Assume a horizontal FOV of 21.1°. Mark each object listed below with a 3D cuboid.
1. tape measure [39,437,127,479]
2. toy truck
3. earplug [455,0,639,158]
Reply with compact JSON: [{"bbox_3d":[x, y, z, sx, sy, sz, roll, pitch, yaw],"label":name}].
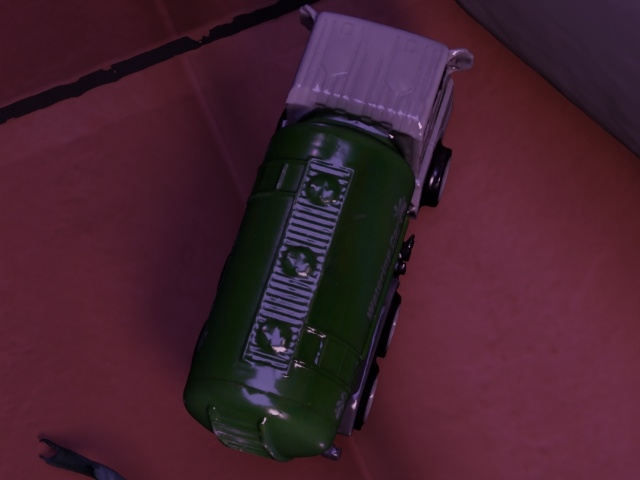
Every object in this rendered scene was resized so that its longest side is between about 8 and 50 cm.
[{"bbox_3d":[-0.107,0.236,0.822,0.164,0.084,0.330,-38,62,3],"label":"tape measure"},{"bbox_3d":[0.000,0.000,0.899,0.101,0.125,0.242,16,72,8],"label":"toy truck"},{"bbox_3d":[0.222,-0.191,0.866,0.394,0.312,0.312,41,77,17],"label":"earplug"}]
